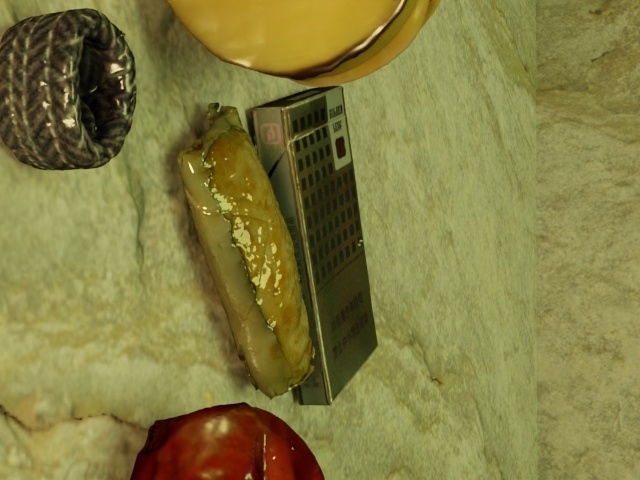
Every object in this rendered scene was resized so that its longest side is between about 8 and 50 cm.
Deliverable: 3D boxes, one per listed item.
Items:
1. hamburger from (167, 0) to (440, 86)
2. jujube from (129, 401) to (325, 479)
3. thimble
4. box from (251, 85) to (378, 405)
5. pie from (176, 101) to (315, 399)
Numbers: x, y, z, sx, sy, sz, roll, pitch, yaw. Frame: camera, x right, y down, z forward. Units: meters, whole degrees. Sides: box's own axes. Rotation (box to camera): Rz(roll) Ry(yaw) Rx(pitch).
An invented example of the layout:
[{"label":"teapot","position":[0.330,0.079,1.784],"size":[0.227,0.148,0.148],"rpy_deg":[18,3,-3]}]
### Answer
[{"label":"hamburger","position":[-0.003,-0.274,0.865],"size":[0.237,0.276,0.276],"rpy_deg":[-30,114,-69]},{"label":"jujube","position":[-0.062,0.287,0.729],"size":[0.216,0.216,0.342],"rpy_deg":[51,27,-55]},{"label":"thimble","position":[-0.171,-0.102,0.673],"size":[0.095,0.066,0.104],"rpy_deg":[63,32,-50]},{"label":"box","position":[0.000,-0.001,1.111],"size":[0.180,0.047,0.325],"rpy_deg":[-37,121,-64]},{"label":"pie","position":[-0.063,0.012,0.929],"size":[0.128,0.068,0.282],"rpy_deg":[-58,135,-56]}]
